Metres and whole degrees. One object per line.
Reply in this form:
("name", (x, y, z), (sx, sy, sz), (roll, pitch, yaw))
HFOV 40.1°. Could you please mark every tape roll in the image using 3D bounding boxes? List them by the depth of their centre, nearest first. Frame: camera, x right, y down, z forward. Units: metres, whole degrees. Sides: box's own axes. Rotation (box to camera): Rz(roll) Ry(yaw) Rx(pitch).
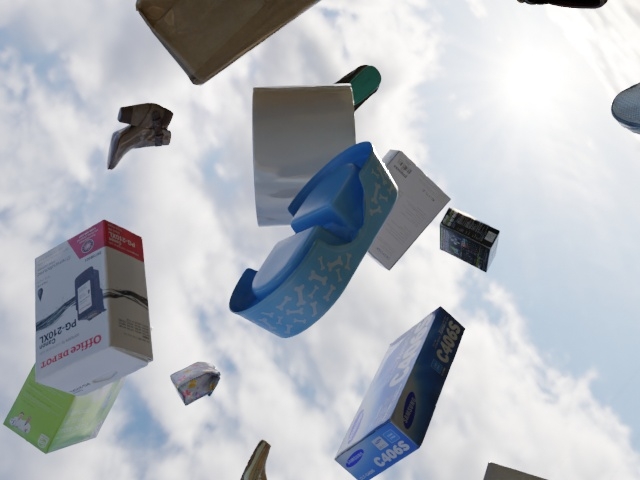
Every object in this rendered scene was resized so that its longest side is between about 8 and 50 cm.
("tape roll", (-0.030, -0.144, 1.505), (0.169, 0.246, 0.246), (-2, -138, -1))

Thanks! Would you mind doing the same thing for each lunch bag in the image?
("lunch bag", (-0.227, 0.260, 1.615), (0.071, 0.083, 0.053), (26, 141, 65))

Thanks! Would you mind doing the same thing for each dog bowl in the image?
("dog bowl", (0.000, 0.000, 1.118), (0.074, 0.166, 0.297), (43, -124, -18))

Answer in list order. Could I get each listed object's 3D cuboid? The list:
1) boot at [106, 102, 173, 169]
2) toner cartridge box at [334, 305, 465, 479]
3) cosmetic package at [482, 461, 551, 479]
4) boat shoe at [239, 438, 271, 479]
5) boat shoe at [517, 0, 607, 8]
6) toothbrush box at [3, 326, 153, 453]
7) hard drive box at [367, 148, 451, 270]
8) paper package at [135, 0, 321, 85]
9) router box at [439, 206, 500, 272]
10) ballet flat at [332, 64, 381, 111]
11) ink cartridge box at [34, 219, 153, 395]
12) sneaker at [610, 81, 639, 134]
("boot", (-0.275, -0.157, 1.348), (0.086, 0.119, 0.042), (5, -148, -31))
("toner cartridge box", (0.155, 0.280, 1.636), (0.075, 0.165, 0.348), (41, -143, -5))
("cosmetic package", (0.304, 0.555, 1.503), (0.129, 0.153, 0.296), (15, -129, 18))
("boat shoe", (-0.132, 0.510, 1.818), (0.072, 0.190, 0.068), (21, 180, 8))
("boat shoe", (0.280, -0.338, 1.126), (0.073, 0.207, 0.073), (-61, -40, -16))
("toothbrush box", (-0.501, 0.280, 1.834), (0.122, 0.283, 0.206), (28, -177, 14))
("hard drive box", (0.167, -0.075, 2.108), (0.181, 0.232, 0.089), (43, 177, -15))
("paper package", (-0.123, -0.412, 1.457), (0.168, 0.324, 0.309), (54, -179, -13))
("router box", (0.243, 0.000, 1.443), (0.092, 0.038, 0.122), (27, 165, 16))
("ballet flat", (0.032, -0.306, 1.982), (0.280, 0.096, 0.095), (-38, -75, -36))
("ink cartridge box", (-0.379, 0.113, 1.452), (0.100, 0.171, 0.237), (32, -141, -50))
("sneaker", (0.505, -0.221, 1.200), (0.122, 0.283, 0.110), (22, -106, -29))
